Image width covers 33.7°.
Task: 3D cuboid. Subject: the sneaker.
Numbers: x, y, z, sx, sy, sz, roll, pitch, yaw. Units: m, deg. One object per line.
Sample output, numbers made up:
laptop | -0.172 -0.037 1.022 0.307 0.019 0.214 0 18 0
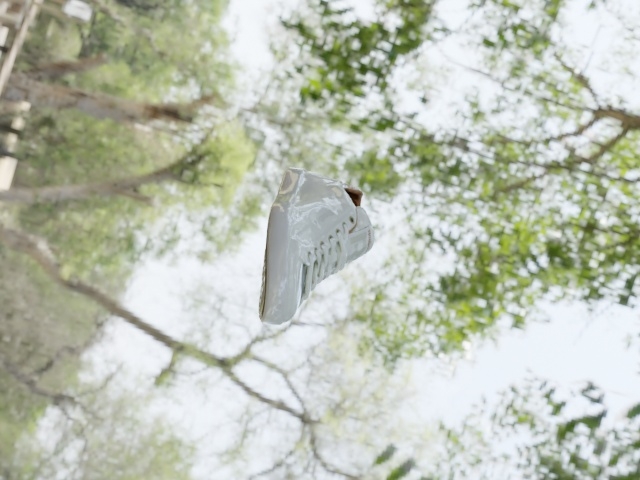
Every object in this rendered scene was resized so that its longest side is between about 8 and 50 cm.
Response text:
sneaker | 0.000 0.000 1.208 0.290 0.123 0.106 -76 176 -58
